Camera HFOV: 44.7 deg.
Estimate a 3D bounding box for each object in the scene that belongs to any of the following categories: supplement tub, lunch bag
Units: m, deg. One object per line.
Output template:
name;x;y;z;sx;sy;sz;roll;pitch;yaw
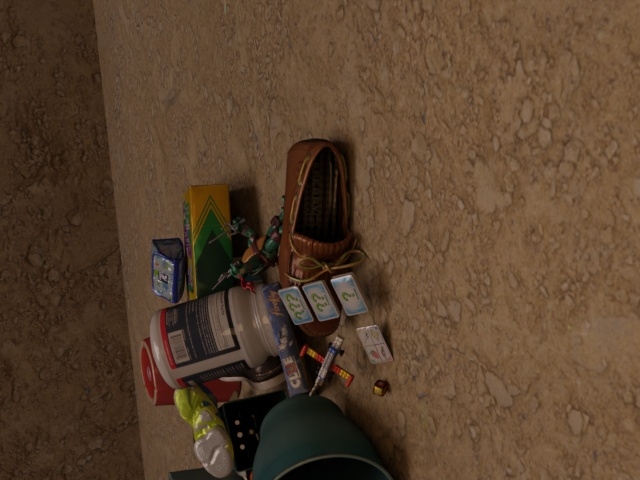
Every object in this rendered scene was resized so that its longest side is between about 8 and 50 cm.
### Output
supplement tub;-0.233;0.216;1.773;0.191;0.272;0.191;-17;-90;-87
lunch bag;-0.402;0.079;2.072;0.151;0.096;0.129;-134;44;-55

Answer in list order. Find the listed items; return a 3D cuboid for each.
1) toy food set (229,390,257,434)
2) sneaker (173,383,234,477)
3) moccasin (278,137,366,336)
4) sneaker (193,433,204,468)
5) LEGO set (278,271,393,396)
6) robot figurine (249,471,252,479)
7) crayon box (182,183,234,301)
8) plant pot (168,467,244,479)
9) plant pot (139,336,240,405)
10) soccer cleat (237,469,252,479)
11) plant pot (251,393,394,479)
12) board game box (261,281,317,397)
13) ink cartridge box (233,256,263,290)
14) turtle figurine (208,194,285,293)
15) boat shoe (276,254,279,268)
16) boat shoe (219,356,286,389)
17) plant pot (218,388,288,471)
toy food set;-0.191;0.509;2.166;0.192;0.038;0.132;63;157;13
sneaker;-0.258;0.438;1.852;0.240;0.091;0.126;66;-168;5
moccasin;0.003;0.000;1.469;0.147;0.139;0.380;-149;63;-70
sneaker;-0.330;0.643;2.411;0.319;0.112;0.131;26;124;60
LEGO set;0.029;0.190;1.426;0.182;0.060;0.244;-15;107;37
robot figurine;-0.115;0.648;1.934;0.219;0.128;0.158;120;156;-55
crayon box;-0.297;0.021;2.038;0.363;0.106;0.313;179;89;-77
plant pot;-0.262;0.775;2.139;0.247;0.252;0.248;-136;43;-54
plant pot;-0.396;0.368;2.305;0.275;0.243;0.275;171;90;-66
soccer cleat;-0.191;0.627;2.123;0.196;0.068;0.076;26;162;49
plant pot;-0.013;0.445;1.511;0.255;0.272;0.271;-117;27;-64
board game box;-0.067;0.225;1.704;0.165;0.042;0.243;68;-175;-74
ink cartridge box;-0.192;0.109;2.003;0.122;0.052;0.088;-132;40;-50
turtle figurine;-0.140;0.012;1.672;0.234;0.118;0.175;-42;38;15
boat shoe;-0.051;0.104;1.688;0.178;0.060;0.064;69;153;25
boat shoe;-0.192;0.302;1.976;0.324;0.116;0.096;-2;112;61
plant pot;-0.177;0.487;1.977;0.234;0.166;0.165;139;119;-65
